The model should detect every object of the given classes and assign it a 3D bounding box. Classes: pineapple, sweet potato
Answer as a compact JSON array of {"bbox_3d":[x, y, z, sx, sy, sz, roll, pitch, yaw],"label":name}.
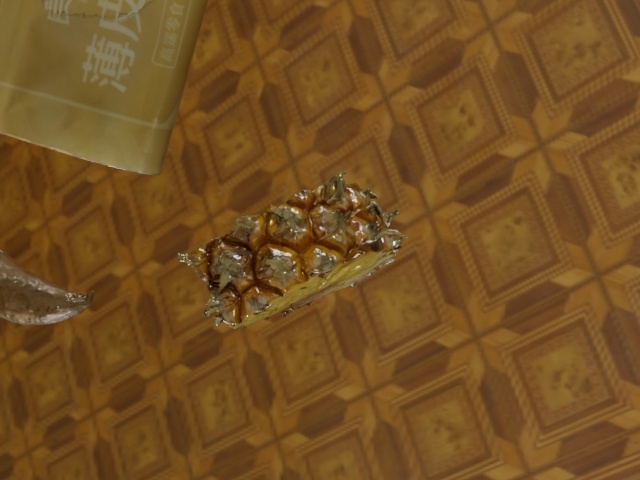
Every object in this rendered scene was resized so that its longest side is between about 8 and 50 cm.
[{"bbox_3d":[0.001,0.001,0.923,0.135,0.233,0.080,-34,80,30],"label":"pineapple"},{"bbox_3d":[-0.320,0.023,0.955,0.314,0.066,0.072,7,120,32],"label":"sweet potato"}]

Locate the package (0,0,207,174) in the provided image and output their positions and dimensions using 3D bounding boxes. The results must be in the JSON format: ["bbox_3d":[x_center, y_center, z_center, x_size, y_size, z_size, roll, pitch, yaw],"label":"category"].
[{"bbox_3d":[-0.181,-0.225,0.724,0.221,0.165,0.311,28,107,39],"label":"package"}]
